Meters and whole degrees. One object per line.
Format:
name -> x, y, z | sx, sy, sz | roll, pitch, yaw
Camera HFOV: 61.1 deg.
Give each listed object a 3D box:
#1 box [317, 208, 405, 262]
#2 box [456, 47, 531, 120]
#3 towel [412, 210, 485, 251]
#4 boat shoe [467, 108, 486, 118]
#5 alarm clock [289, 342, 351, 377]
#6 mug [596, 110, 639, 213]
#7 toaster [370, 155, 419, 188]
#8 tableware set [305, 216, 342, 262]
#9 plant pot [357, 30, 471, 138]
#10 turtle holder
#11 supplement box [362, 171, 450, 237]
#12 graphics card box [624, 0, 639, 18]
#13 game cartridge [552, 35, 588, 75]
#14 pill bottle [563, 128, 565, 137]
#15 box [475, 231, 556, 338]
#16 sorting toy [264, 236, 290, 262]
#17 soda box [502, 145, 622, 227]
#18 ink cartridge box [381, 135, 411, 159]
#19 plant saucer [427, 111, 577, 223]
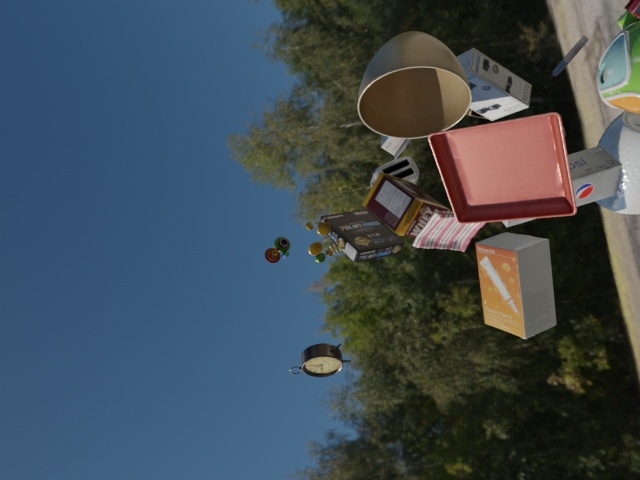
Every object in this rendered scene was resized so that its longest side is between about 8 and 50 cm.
box -> 0.188, -0.028, 2.510 | 0.296, 0.073, 0.293 | -9, -138, -36
box -> 0.553, -0.520, 1.837 | 0.290, 0.169, 0.087 | 18, -105, -30
towel -> 0.390, -0.026, 1.632 | 0.197, 0.144, 0.029 | 3, -136, -26
boat shoe -> 0.604, -0.550, 2.189 | 0.095, 0.258, 0.095 | -79, -1, -51
alarm clock -> -0.013, 0.382, 1.709 | 0.129, 0.192, 0.064 | 50, -159, -42
mug -> 1.171, -0.277, 1.941 | 0.374, 0.276, 0.328 | 51, 162, 41
toaster -> 0.312, -0.254, 2.204 | 0.146, 0.227, 0.129 | 75, 173, -77
tableware set -> 0.000, 0.000, 1.725 | 0.024, 0.104, 0.154 | 48, 168, 54
plant pot -> 0.237, -0.425, 1.407 | 0.284, 0.284, 0.190 | 40, -135, -55
turtle holder -> 0.875, -0.497, 1.468 | 0.244, 0.227, 0.320 | -18, -93, -31
supplement box -> 0.287, -0.111, 1.816 | 0.191, 0.129, 0.194 | 9, -153, -46
graphics card box -> 0.765, -0.414, 0.923 | 0.371, 0.232, 0.094 | 32, -148, 5
game cartridge -> 0.507, -0.375, 1.098 | 0.017, 0.083, 0.056 | 40, 164, 9
pill bottle -> 0.772, -0.343, 1.886 | 0.184, 0.103, 0.103 | -36, -68, -41
box -> 0.741, 0.163, 2.061 | 0.168, 0.215, 0.345 | -17, -75, -23
sorting toy -> -0.120, 0.027, 1.618 | 0.061, 0.042, 0.102 | 39, -120, -2
soda box -> 0.561, -0.130, 1.305 | 0.091, 0.287, 0.098 | -110, 5, -47
ink cartridge box -> 0.269, -0.375, 1.918 | 0.060, 0.104, 0.180 | 31, -147, -13
plant saucer -> 0.390, -0.152, 1.152 | 0.259, 0.259, 0.047 | 60, -141, -36
